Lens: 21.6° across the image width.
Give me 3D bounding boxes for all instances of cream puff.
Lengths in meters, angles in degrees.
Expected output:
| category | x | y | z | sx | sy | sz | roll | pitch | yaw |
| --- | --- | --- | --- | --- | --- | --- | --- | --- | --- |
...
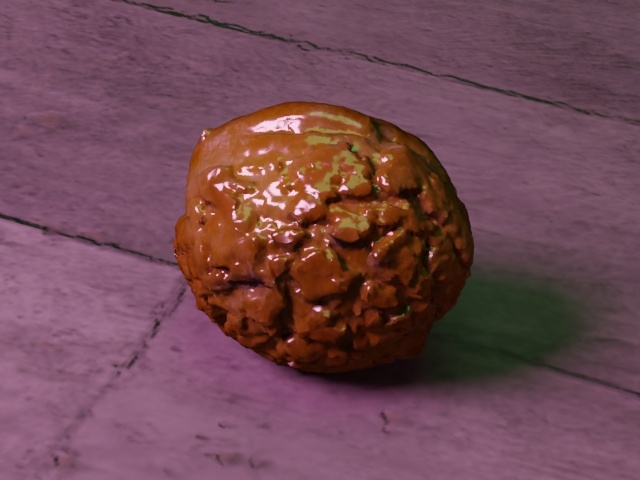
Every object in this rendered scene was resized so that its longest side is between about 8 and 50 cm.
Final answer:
| category | x | y | z | sx | sy | sz | roll | pitch | yaw |
| --- | --- | --- | --- | --- | --- | --- | --- | --- | --- |
| cream puff | 0.000 | 0.005 | 0.774 | 0.144 | 0.126 | 0.103 | 3 | 47 | 11 |
